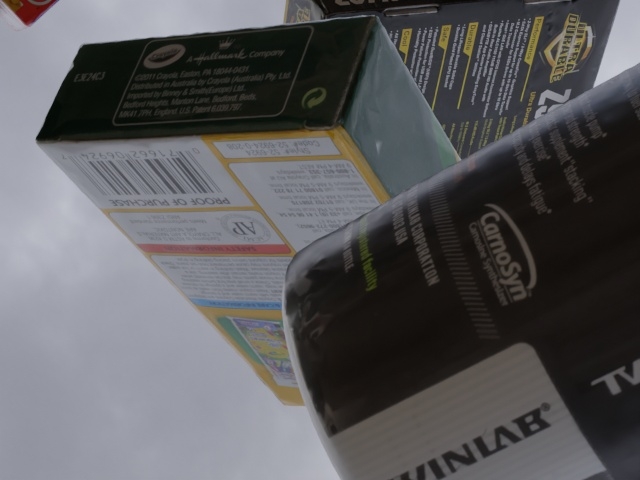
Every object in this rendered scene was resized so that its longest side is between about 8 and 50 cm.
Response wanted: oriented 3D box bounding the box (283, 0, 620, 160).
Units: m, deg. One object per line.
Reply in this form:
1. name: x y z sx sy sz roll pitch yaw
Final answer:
1. box: 0.086 -0.081 1.156 0.257 0.322 0.079 -10 -136 -22

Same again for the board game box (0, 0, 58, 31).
1. board game box: -0.063 -0.164 0.551 0.193 0.045 0.147 -44 -165 -4

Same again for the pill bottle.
1. pill bottle: 0.121 0.005 0.433 0.245 0.130 0.130 -29 -124 16

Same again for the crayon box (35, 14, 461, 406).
1. crayon box: 0.000 0.000 0.872 0.203 0.323 0.083 0 -124 30
